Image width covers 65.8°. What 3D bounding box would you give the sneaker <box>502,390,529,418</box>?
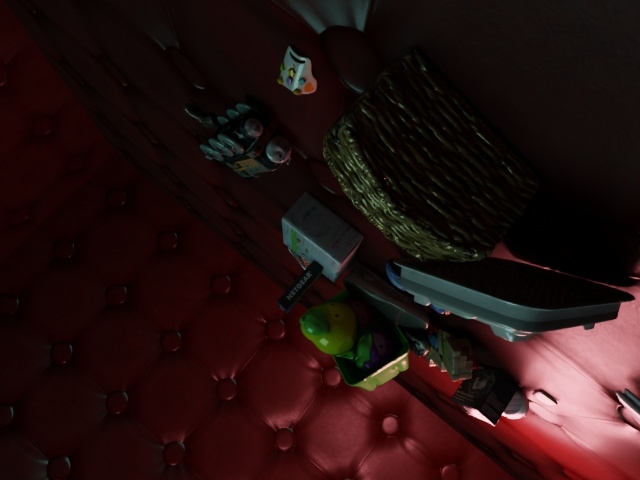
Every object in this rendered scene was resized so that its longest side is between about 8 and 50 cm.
[{"bbox_3d":[0.674,0.568,1.709,0.091,0.094,0.258,17,166,4],"label":"sneaker"}]

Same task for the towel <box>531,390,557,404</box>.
[{"bbox_3d":[0.697,0.491,1.539,0.060,0.009,0.083,35,165,15],"label":"towel"}]

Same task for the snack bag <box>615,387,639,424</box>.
[{"bbox_3d":[0.809,0.497,1.031,0.342,0.037,0.323,44,-173,-22],"label":"snack bag"}]

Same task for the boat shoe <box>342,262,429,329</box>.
[{"bbox_3d":[0.230,0.186,1.661,0.320,0.103,0.118,29,152,21],"label":"boat shoe"}]

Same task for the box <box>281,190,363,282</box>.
[{"bbox_3d":[0.000,0.000,1.593,0.231,0.127,0.262,37,165,9],"label":"box"}]

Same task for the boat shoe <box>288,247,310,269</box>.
[{"bbox_3d":[-0.060,0.077,2.081,0.183,0.065,0.083,45,166,-14],"label":"boat shoe"}]

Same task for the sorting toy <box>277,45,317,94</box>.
[{"bbox_3d":[-0.046,-0.328,0.945,0.083,0.045,0.075,37,146,12],"label":"sorting toy"}]

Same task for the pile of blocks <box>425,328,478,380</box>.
[{"bbox_3d":[0.446,0.366,1.664,0.112,0.149,0.362,-3,175,-4],"label":"pile of blocks"}]

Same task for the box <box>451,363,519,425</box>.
[{"bbox_3d":[0.551,0.513,1.668,0.093,0.158,0.156,42,165,-11],"label":"box"}]

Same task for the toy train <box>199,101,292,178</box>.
[{"bbox_3d":[-0.198,-0.258,1.341,0.190,0.142,0.334,33,167,-25],"label":"toy train"}]

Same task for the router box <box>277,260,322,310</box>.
[{"bbox_3d":[-0.069,0.157,1.635,0.046,0.179,0.133,40,168,7],"label":"router box"}]

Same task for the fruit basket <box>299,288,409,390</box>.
[{"bbox_3d":[0.106,0.302,1.705,0.392,0.282,0.392,59,180,-1],"label":"fruit basket"}]

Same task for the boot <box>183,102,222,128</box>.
[{"bbox_3d":[-0.364,-0.385,1.538,0.106,0.037,0.114,35,175,-39],"label":"boot"}]

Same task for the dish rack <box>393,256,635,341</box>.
[{"bbox_3d":[0.312,0.090,0.826,0.332,0.073,0.285,2,-169,-37],"label":"dish rack"}]

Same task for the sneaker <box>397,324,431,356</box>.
[{"bbox_3d":[0.328,0.320,1.714,0.101,0.106,0.267,61,171,-6],"label":"sneaker"}]

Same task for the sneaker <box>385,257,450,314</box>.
[{"bbox_3d":[0.280,0.108,1.353,0.221,0.083,0.087,30,150,16],"label":"sneaker"}]

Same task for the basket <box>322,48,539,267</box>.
[{"bbox_3d":[0.141,-0.097,0.796,0.299,0.213,0.223,43,164,-9],"label":"basket"}]
